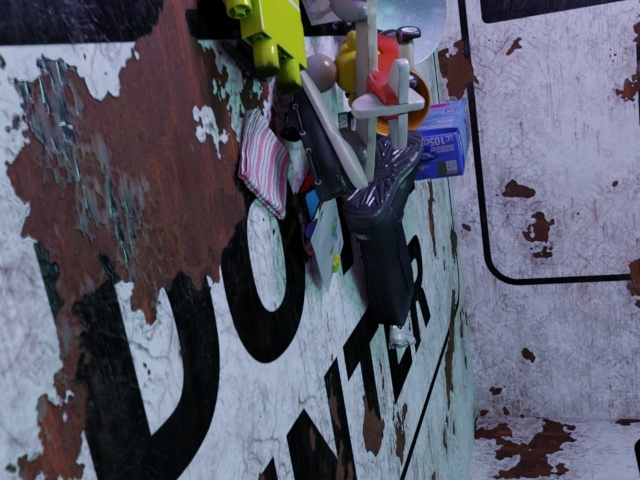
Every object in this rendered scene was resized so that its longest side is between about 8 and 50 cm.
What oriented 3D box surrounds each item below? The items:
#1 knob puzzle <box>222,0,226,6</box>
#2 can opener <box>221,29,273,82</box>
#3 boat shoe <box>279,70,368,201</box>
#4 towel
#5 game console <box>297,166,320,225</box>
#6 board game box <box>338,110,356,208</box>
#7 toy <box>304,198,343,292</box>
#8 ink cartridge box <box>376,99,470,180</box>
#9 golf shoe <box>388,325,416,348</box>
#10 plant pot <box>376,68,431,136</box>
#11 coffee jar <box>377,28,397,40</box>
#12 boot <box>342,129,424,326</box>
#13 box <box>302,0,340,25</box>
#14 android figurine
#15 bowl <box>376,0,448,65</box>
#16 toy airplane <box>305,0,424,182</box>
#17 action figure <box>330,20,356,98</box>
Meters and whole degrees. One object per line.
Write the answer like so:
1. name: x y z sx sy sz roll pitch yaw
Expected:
1. knob puzzle: -0.162 -0.476 1.177 0.213 0.030 0.213 -4 90 -71
2. can opener: -0.127 -0.328 1.221 0.059 0.073 0.186 -54 165 12
3. boat shoe: -0.025 -0.223 1.366 0.340 0.113 0.127 63 13 17
4. towel: -0.098 -0.141 1.289 0.197 0.029 0.144 49 42 -60
5. game console: 0.008 -0.121 1.510 0.085 0.124 0.144 46 35 -20
6. board game box: 0.085 -0.202 1.824 0.136 0.030 0.260 19 68 -71
7. toy: 0.000 0.000 1.486 0.237 0.056 0.137 69 35 -57
8. ink cartridge box: 0.327 -0.304 2.166 0.395 0.270 0.151 -63 142 -56
9. golf shoe: 0.259 0.296 2.161 0.176 0.069 0.086 13 68 -71
10. plant pot: 0.210 -0.432 2.010 0.188 0.205 0.205 -92 169 -63
11. coffee jar: 0.171 -0.551 1.928 0.184 0.079 0.096 38 -32 61
12. boot: 0.209 -0.026 1.875 0.367 0.146 0.445 -56 142 -31
13. box: 0.002 -0.617 1.559 0.203 0.103 0.114 63 29 -48
14. android figurine: -0.091 -0.401 1.194 0.248 0.056 0.273 17 61 -64
15. bowl: 0.236 -0.695 2.111 0.156 0.289 0.289 38 -30 54
16. toy airplane: 0.086 -0.350 1.489 0.384 0.272 0.386 68 25 -79
17. action figure: 0.084 -0.510 1.795 0.185 0.099 0.285 53 33 -46
